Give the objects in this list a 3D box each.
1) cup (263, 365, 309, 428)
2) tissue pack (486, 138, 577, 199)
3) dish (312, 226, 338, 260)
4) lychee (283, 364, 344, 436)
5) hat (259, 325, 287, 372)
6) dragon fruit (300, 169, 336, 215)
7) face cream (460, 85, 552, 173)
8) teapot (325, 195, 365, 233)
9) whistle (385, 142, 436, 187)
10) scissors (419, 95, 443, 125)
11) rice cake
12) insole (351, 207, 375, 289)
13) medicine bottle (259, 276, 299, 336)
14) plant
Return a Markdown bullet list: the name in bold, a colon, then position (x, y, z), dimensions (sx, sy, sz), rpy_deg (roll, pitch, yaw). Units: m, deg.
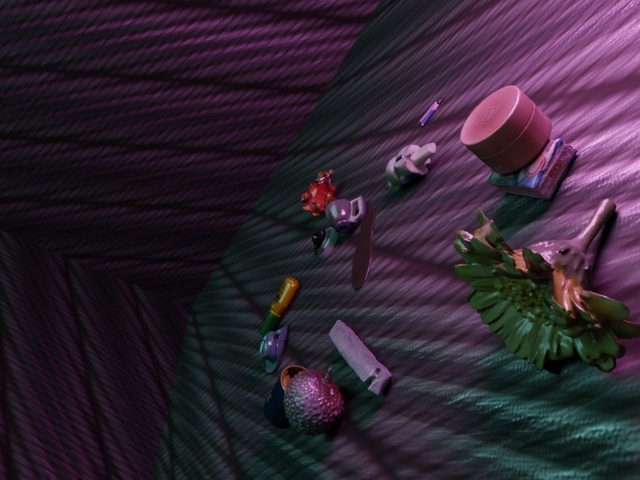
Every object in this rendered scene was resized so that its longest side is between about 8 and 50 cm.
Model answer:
- **cup**: position (-0.083, 0.465, 1.511), dimensions (0.155, 0.131, 0.176), rpy_deg (-56, -10, 29)
- **tissue pack**: position (0.434, -0.153, 1.044), dimensions (0.115, 0.065, 0.155), rpy_deg (-62, 19, 2)
- **dish**: position (0.000, 0.000, 1.942), dimensions (0.141, 0.078, 0.141), rpy_deg (-52, 23, 32)
- **lychee**: position (-0.013, 0.414, 1.313), dimensions (0.197, 0.165, 0.165), rpy_deg (-52, 21, 15)
- **hat**: position (-0.188, 0.400, 1.904), dimensions (0.138, 0.078, 0.190), rpy_deg (-41, 29, 51)
- **dragon fruit**: position (0.003, -0.205, 2.116), dimensions (0.207, 0.133, 0.150), rpy_deg (-67, 15, 1)
- **face cream**: position (0.378, -0.225, 1.030), dimensions (0.149, 0.104, 0.149), rpy_deg (-46, 21, 24)
- **teapot**: position (0.096, -0.084, 1.810), dimensions (0.111, 0.149, 0.108), rpy_deg (73, -176, -51)
- **whistle**: position (0.272, -0.231, 1.524), dimensions (0.244, 0.092, 0.110), rpy_deg (-30, 36, 60)
- **scissors**: position (0.367, -0.429, 1.655), dimensions (0.113, 0.012, 0.039), rpy_deg (-52, 22, 29)
- **rice cake**: position (0.098, 0.301, 1.322), dimensions (0.066, 0.063, 0.336), rpy_deg (-58, 19, 3)
- **insole**: position (0.142, 0.023, 1.656), dimensions (0.111, 0.007, 0.327), rpy_deg (-40, 30, 47)
- **medicine bottle**: position (-0.169, 0.274, 2.043), dimensions (0.260, 0.064, 0.095), rpy_deg (-62, 19, 5)
- **plant**: position (0.363, 0.076, 0.831), dimensions (0.306, 0.297, 0.261), rpy_deg (37, 132, 29)
